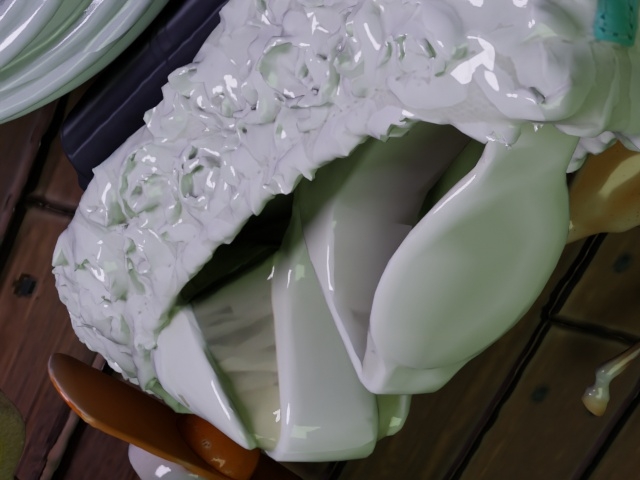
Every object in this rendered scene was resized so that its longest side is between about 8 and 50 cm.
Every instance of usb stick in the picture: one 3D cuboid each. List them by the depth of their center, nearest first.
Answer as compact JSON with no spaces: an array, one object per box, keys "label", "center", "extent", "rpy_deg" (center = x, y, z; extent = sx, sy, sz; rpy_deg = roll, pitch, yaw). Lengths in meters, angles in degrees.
[{"label":"usb stick","center":[0.001,-0.103,0.637],"extent":[0.045,0.077,0.278],"rpy_deg":[51,129,0]}]

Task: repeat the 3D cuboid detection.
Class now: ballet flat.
[{"label":"ballet flat","center":[0.000,0.000,0.607],"extent":[0.147,0.147,0.409],"rpy_deg":[9,154,-14]}]

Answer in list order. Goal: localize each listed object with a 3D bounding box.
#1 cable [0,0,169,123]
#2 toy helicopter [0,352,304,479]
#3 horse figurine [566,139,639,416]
[{"label":"cable","center":[-0.160,-0.147,0.611],"extent":[0.257,0.089,0.257],"rpy_deg":[-4,126,-6]},{"label":"toy helicopter","center":[-0.113,0.131,0.760],"extent":[0.235,0.140,0.355],"rpy_deg":[-36,154,-11]},{"label":"horse figurine","center":[0.147,0.001,0.777],"extent":[0.263,0.066,0.174],"rpy_deg":[32,113,-25]}]
